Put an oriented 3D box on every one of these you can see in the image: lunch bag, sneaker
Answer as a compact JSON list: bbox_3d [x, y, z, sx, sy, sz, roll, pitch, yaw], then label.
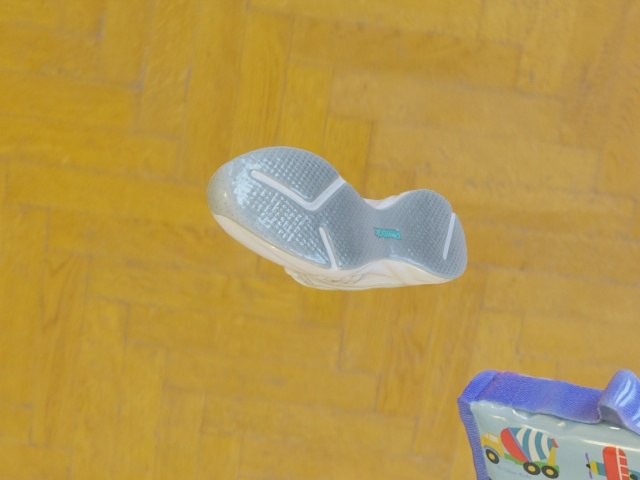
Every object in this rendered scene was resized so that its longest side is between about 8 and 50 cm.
[{"bbox_3d":[0.225,0.173,0.906,0.221,0.138,0.293,12,146,35],"label":"lunch bag"},{"bbox_3d":[0.000,0.000,0.626,0.061,0.152,0.053,-20,67,36],"label":"sneaker"}]
